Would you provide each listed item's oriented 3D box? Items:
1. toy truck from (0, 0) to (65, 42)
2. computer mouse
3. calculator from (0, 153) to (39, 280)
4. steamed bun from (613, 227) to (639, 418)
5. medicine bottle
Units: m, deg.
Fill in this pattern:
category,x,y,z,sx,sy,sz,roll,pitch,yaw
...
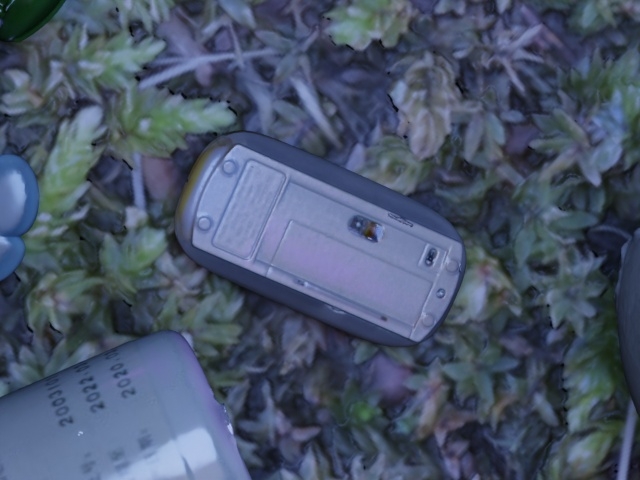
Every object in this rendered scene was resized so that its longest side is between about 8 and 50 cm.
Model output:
category,x,y,z,sx,sy,sz,roll,pitch,yaw
toy truck,-0.268,-0.202,1.111,0.242,0.101,0.125,37,84,-15
computer mouse,0.000,0.000,1.208,0.199,0.045,0.102,23,91,-12
calculator,-0.332,-0.025,1.147,0.302,0.042,0.188,6,94,-11
steamed bun,0.350,0.055,1.137,0.324,0.324,0.206,-14,76,-9
medicine bottle,-0.188,0.182,1.131,0.293,0.170,0.170,-22,100,-7
